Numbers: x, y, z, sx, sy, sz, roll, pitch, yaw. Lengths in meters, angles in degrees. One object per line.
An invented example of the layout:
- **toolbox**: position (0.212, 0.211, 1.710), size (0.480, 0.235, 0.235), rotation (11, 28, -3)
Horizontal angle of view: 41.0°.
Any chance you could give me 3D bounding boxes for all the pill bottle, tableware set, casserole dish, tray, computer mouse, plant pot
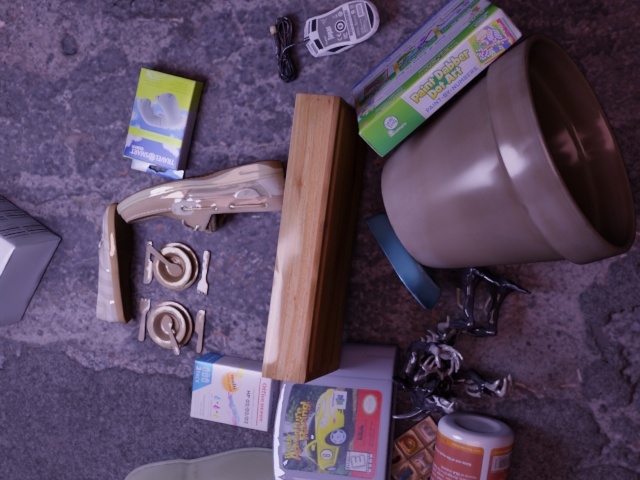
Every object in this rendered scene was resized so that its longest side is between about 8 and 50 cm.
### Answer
- **pill bottle**: position (0.232, 0.393, 1.354), size (0.121, 0.121, 0.216), rotation (9, 99, 15)
- **tableware set**: position (-0.268, 0.101, 1.517), size (0.128, 0.039, 0.194), rotation (9, 99, 15)
- **casserole dish**: position (0.133, 0.027, 1.330), size (0.037, 0.114, 0.188), rotation (-37, 47, 9)
- **tray**: position (0.000, 0.000, 1.312), size (0.076, 0.203, 0.411), rotation (6, 89, 15)
- **computer mouse**: position (0.011, -0.332, 1.390), size (0.192, 0.042, 0.106), rotation (-13, 88, 23)
- **plant pot**: position (0.254, -0.091, 1.233), size (0.280, 0.323, 0.323), rotation (-23, 90, 35)

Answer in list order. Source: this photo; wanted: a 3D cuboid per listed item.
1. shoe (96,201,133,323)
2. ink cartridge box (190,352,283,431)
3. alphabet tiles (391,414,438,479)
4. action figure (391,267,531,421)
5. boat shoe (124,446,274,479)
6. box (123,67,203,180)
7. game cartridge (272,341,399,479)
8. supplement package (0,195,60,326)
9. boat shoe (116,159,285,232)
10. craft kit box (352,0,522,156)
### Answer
- **shoe**: position (-0.373, 0.042, 1.522), size (0.058, 0.076, 0.219), rotation (2, 99, 11)
- **ink cartridge box**: position (-0.128, 0.264, 1.483), size (0.181, 0.061, 0.105), rotation (7, 98, 15)
- **alphabet tiles**: position (0.182, 0.416, 1.439), size (0.237, 0.009, 0.198), rotation (-39, 85, 17)
- **action figure**: position (0.214, 0.179, 1.326), size (0.141, 0.164, 0.276), rotation (33, 100, 54)
- **boat shoe**: position (-0.169, 0.450, 1.492), size (0.339, 0.127, 0.113), rotation (-8, 120, 2)
- **box**: position (-0.275, -0.200, 1.485), size (0.108, 0.042, 0.178), rotation (16, 99, 14)
- **game cartridge**: position (0.022, 0.312, 1.398), size (0.195, 0.060, 0.295), rotation (0, 74, 19)
- **supplement package**: position (-0.626, 0.028, 1.554), size (0.203, 0.149, 0.194), rotation (34, 104, 10)
- **boat shoe**: position (-0.200, -0.059, 1.448), size (0.302, 0.109, 0.098), rotation (-12, 92, 11)
- **craft kit box**: position (0.158, -0.257, 1.249), size (0.250, 0.247, 0.061), rotation (-40, 106, 17)
